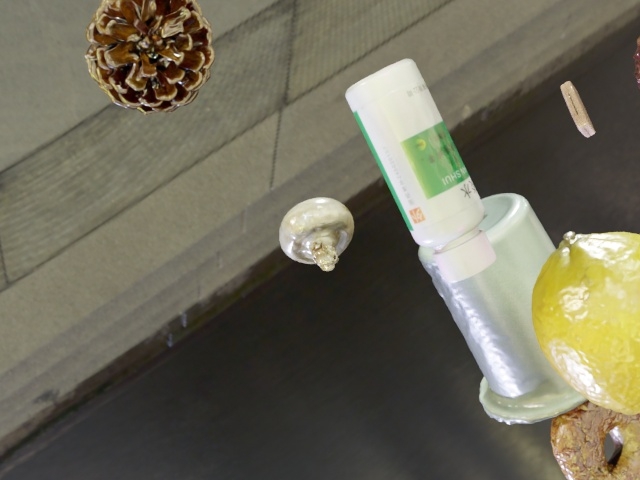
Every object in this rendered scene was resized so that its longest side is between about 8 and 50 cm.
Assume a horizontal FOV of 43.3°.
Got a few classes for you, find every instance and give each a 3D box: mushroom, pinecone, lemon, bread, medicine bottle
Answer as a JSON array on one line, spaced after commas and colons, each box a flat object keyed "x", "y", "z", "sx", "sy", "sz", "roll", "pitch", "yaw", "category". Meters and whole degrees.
[{"x": 0.000, "y": 0.000, "z": 0.853, "sx": 0.085, "sy": 0.079, "sz": 0.085, "roll": -16, "pitch": 144, "yaw": -12, "category": "mushroom"}, {"x": -0.207, "y": -0.239, "z": 0.987, "sx": 0.163, "sy": 0.163, "sz": 0.165, "roll": -37, "pitch": -172, "yaw": -10, "category": "pinecone"}, {"x": 0.343, "y": 0.090, "z": 0.916, "sx": 0.192, "sy": 0.231, "sz": 0.192, "roll": -33, "pitch": -177, "yaw": 2, "category": "lemon"}, {"x": 0.433, "y": 0.291, "z": 1.201, "sx": 0.193, "sy": 0.193, "sz": 0.064, "roll": -29, "pitch": 177, "yaw": -20, "category": "bread"}, {"x": 0.123, "y": -0.079, "z": 0.954, "sx": 0.095, "sy": 0.260, "sz": 0.095, "roll": -25, "pitch": -175, "yaw": 2, "category": "medicine bottle"}]

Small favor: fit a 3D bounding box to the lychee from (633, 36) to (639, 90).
[{"x": 0.443, "y": -0.195, "z": 0.882, "sx": 0.188, "sy": 0.188, "sz": 0.188, "roll": -27, "pitch": 143, "yaw": -23, "category": "lychee"}]

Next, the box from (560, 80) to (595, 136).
[{"x": 0.498, "y": -0.254, "z": 1.566, "sx": 0.025, "sy": 0.115, "sz": 0.048, "roll": -27, "pitch": 146, "yaw": 24, "category": "box"}]

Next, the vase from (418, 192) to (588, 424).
[{"x": 0.284, "y": 0.093, "z": 1.224, "sx": 0.245, "sy": 0.245, "sz": 0.291, "roll": -37, "pitch": 105, "yaw": -10, "category": "vase"}]
